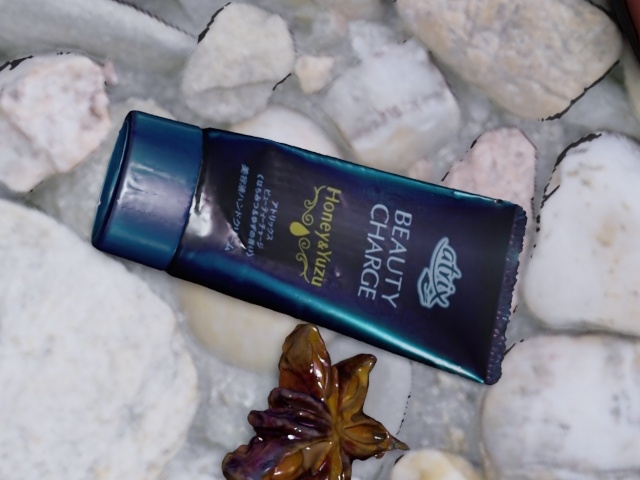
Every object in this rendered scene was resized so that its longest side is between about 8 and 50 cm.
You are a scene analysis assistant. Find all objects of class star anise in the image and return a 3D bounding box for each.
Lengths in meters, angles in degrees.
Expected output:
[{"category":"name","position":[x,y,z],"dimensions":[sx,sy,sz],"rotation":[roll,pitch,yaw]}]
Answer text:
[{"category":"star anise","position":[-0.021,0.139,0.813],"dimensions":[0.097,0.070,0.190],"rotation":[53,51,-32]}]

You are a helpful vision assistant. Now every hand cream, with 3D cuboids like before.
[{"category":"hand cream","position":[0.000,0.000,0.853],"dimensions":[0.271,0.061,0.120],"rotation":[17,74,-20]}]

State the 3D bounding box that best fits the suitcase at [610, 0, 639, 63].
[{"category":"suitcase","position":[0.304,-0.237,0.845],"dimensions":[0.297,0.161,0.236],"rotation":[-20,88,15]}]
